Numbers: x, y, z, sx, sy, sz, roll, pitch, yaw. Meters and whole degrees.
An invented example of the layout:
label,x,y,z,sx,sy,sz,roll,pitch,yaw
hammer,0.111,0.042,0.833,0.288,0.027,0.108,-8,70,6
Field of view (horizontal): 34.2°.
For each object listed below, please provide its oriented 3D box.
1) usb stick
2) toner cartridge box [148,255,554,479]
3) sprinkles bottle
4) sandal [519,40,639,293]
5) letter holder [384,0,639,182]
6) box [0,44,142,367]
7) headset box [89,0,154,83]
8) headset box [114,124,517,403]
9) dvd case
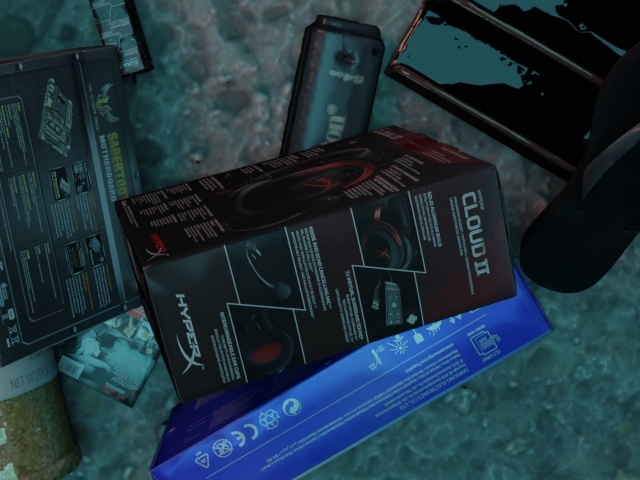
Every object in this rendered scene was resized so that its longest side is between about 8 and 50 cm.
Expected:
label,x,y,z,sx,sy,sz,roll,pitch,yaw
usb stick,-0.003,-0.063,0.952,0.077,0.045,0.278,11,98,-4
toner cartridge box,0.023,0.117,0.921,0.347,0.165,0.075,-31,98,5
sprinkles bottle,-0.312,0.050,0.930,0.121,0.121,0.356,-11,99,1
sandal,0.237,-0.045,0.803,0.097,0.054,0.255,19,130,0
letter holder,0.225,-0.128,0.857,0.301,0.214,0.152,30,98,-5
box,-0.230,-0.035,0.854,0.056,0.183,0.231,2,107,36
headset box,-0.175,-0.180,0.924,0.032,0.062,0.083,-14,99,2
headset box,0.000,0.000,0.825,0.293,0.218,0.110,-17,108,-13
dvd case,-0.191,0.089,0.991,0.087,0.013,0.119,26,97,-4
